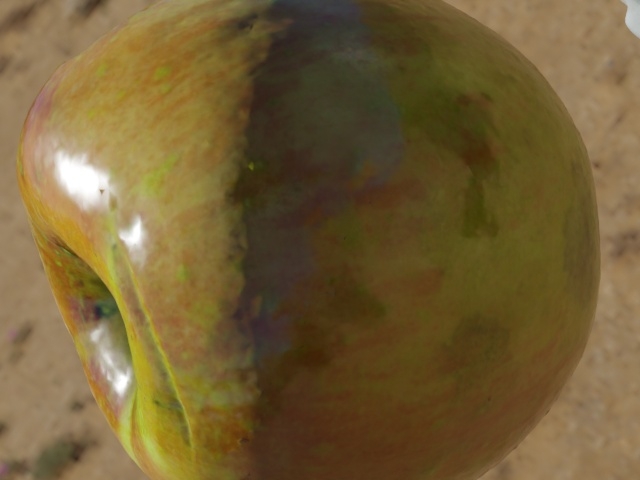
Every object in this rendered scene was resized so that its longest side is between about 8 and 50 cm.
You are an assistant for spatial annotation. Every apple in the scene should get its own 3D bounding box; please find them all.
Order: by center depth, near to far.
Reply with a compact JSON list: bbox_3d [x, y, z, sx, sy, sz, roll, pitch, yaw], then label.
[{"bbox_3d":[0.000,0.000,0.860,0.226,0.246,0.246,-22,14,-18],"label":"apple"}]

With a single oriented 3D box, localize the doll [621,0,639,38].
[{"bbox_3d":[0.151,-0.097,0.738,0.096,0.070,0.195,-26,71,15],"label":"doll"}]
